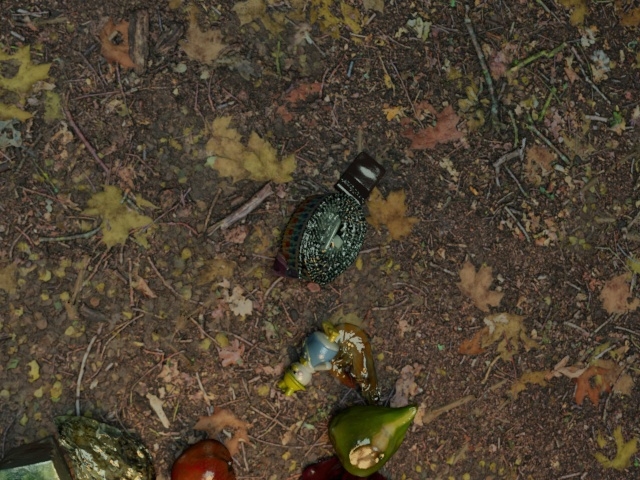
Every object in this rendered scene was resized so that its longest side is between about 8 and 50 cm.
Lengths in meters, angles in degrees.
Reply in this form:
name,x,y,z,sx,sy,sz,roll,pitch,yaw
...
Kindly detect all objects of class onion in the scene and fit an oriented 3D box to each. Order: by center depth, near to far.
name,x,y,z,sx,sy,sz,roll,pitch,yaw
onion,0.050,0.791,1.870,0.280,0.146,0.314,29,82,-6

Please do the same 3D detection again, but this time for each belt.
name,x,y,z,sx,sy,sz,roll,pitch,yaw
belt,0.000,0.000,1.931,0.207,0.161,0.294,28,79,-28

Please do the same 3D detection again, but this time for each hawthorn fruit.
name,x,y,z,sx,sy,sz,roll,pitch,yaw
hawthorn fruit,-0.334,0.646,1.775,0.201,0.179,0.179,-24,91,5

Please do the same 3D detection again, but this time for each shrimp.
name,x,y,z,sx,sy,sz,roll,pitch,yaw
shrimp,0.095,0.390,1.962,0.152,0.063,0.287,-15,86,-14

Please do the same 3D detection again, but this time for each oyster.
name,x,y,z,sx,sy,sz,roll,pitch,yaw
oyster,-0.576,0.583,1.733,0.351,0.162,0.158,42,107,1

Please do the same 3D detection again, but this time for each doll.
name,x,y,z,sx,sy,sz,roll,pitch,yaw
doll,-0.030,0.351,1.899,0.135,0.099,0.241,40,88,18

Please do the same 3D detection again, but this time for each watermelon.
name,x,y,z,sx,sy,sz,roll,pitch,yaw
watermelon,-0.742,0.619,1.661,0.387,0.258,0.228,-35,114,26

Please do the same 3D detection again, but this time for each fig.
name,x,y,z,sx,sy,sz,roll,pitch,yaw
fig,0.167,0.551,1.882,0.275,0.206,0.206,-30,93,-8

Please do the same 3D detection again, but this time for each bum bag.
name,x,y,z,sx,sy,sz,roll,pitch,yaw
bum bag,0.128,-0.194,2.048,0.109,0.026,0.159,38,76,-8
